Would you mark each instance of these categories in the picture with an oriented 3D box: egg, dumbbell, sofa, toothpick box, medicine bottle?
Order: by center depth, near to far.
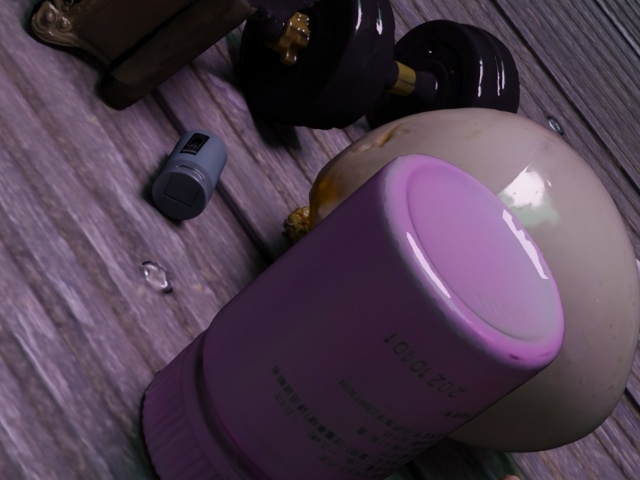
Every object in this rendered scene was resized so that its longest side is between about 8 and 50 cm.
[{"bbox_3d":[0.018,0.087,0.920,0.178,0.290,0.178,31,35,-25],"label":"medicine bottle"},{"bbox_3d":[-0.118,-0.061,1.147,0.052,0.052,0.083,40,31,-14],"label":"toothpick box"},{"bbox_3d":[0.147,0.040,1.150,0.345,0.283,0.283,53,28,-19],"label":"egg"},{"bbox_3d":[-0.131,-0.250,1.222,0.182,0.200,0.258,47,28,-25],"label":"sofa"},{"bbox_3d":[0.070,-0.186,1.396,0.388,0.185,0.185,14,45,-42],"label":"dumbbell"}]

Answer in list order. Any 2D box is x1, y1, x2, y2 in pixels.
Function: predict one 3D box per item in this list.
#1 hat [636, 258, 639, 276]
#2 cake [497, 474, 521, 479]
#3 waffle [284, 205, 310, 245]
[{"bbox_3d":[0.257,0.093,1.356,0.203,0.203,0.126,37,51,-19],"label":"hat"},{"bbox_3d":[0.111,0.303,0.899,0.196,0.198,0.293,55,30,15],"label":"cake"},{"bbox_3d":[0.001,0.000,1.264,0.085,0.016,0.078,45,31,-7],"label":"waffle"}]
